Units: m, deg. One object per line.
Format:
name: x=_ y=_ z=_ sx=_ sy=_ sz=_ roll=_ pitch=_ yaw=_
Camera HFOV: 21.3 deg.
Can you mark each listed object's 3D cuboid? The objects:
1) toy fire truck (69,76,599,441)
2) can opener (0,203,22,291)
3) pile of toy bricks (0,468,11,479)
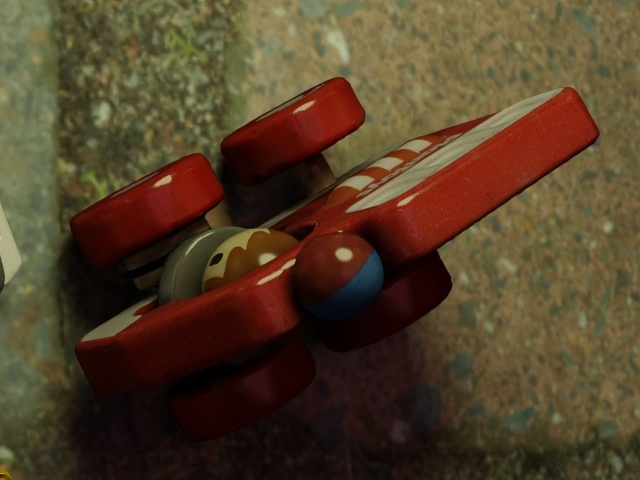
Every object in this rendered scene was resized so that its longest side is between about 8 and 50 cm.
toy fire truck: x=0.000 y=0.000 z=1.065 sx=0.302 sy=0.254 sz=0.169 roll=-31 pitch=97 yaw=-30
can opener: x=-0.250 y=-0.095 z=1.031 sx=0.076 sy=0.095 sz=0.283 roll=-21 pitch=92 yaw=-32
pile of toy bricks: x=-0.273 y=0.151 z=0.983 sx=0.212 sy=0.118 sz=0.105 roll=39 pitch=97 yaw=-28
